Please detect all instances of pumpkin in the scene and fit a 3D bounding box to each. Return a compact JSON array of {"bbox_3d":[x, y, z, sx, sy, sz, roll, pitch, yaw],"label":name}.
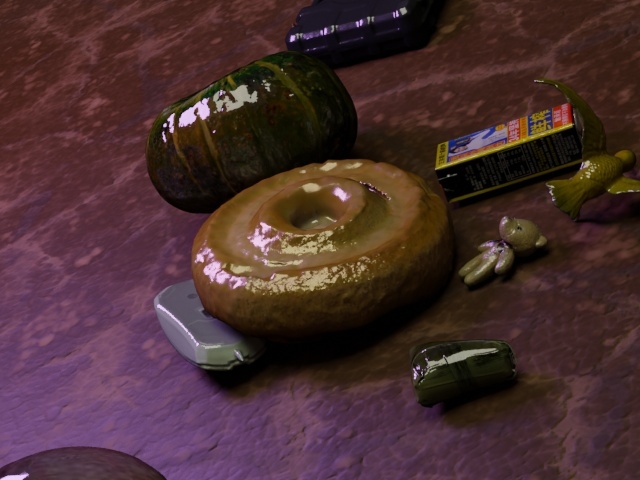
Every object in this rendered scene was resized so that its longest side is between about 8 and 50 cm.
[{"bbox_3d":[-0.073,-0.114,2.300,0.260,0.189,0.260,-28,5,3],"label":"pumpkin"}]

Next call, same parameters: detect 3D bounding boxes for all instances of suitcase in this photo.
[{"bbox_3d":[0.079,-0.344,2.666,0.206,0.066,0.285,-11,32,25],"label":"suitcase"}]

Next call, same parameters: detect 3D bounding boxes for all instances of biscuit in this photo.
[{"bbox_3d":[0.000,0.000,2.081,0.296,0.102,0.296,-10,27,5],"label":"biscuit"}]

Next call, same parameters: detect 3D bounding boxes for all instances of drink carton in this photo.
[{"bbox_3d":[0.215,-0.097,2.156,0.165,0.056,0.071,-18,21,15],"label":"drink carton"}]

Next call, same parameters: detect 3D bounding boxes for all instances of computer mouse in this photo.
[{"bbox_3d":[-0.117,0.102,2.088,0.089,0.056,0.181,-21,32,-18],"label":"computer mouse"}]

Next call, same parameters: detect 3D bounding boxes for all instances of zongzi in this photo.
[{"bbox_3d":[0.138,0.114,1.879,0.104,0.052,0.113,-14,16,5],"label":"zongzi"}]

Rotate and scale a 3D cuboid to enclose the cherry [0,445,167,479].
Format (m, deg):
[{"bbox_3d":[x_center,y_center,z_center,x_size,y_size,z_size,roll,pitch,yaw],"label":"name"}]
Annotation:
[{"bbox_3d":[-0.240,0.295,1.707,0.261,0.221,0.307,-23,14,-12],"label":"cherry"}]

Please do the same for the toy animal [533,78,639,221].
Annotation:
[{"bbox_3d":[0.287,-0.070,2.020,0.095,0.219,0.155,-39,-11,10],"label":"toy animal"}]

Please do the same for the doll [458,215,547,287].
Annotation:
[{"bbox_3d":[0.192,0.016,2.014,0.093,0.051,0.061,-54,28,10],"label":"doll"}]
